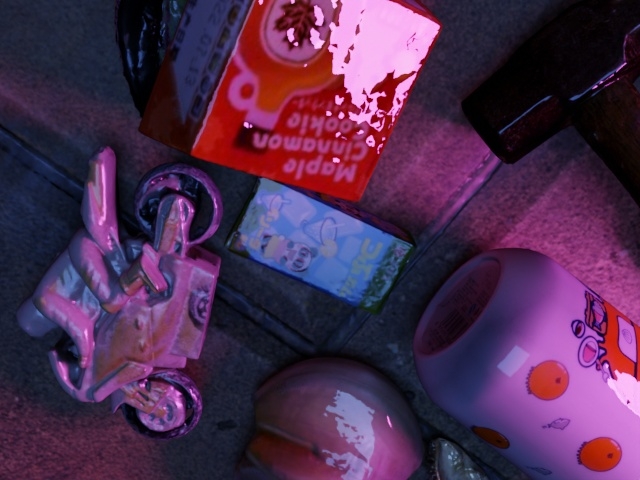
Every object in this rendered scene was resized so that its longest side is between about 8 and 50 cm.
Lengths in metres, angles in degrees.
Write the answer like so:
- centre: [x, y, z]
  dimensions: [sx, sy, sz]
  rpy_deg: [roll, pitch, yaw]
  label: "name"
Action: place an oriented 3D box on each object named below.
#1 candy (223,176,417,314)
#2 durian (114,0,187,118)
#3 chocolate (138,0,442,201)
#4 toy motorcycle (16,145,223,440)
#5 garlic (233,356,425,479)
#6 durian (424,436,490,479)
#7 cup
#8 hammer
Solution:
- centre: [0.000, 0.000, 0.915]
  dimensions: [0.194, 0.062, 0.097]
  rpy_deg: [25, 105, -9]
  label: "candy"
- centre: [-0.142, -0.211, 0.838]
  dimensions: [0.108, 0.119, 0.187]
  rpy_deg: [-15, 126, -36]
  label: "durian"
- centre: [-0.021, -0.164, 0.793]
  dimensions: [0.237, 0.108, 0.235]
  rpy_deg: [14, 110, -38]
  label: "chocolate"
- centre: [-0.225, 0.065, 0.909]
  dimensions: [0.222, 0.108, 0.341]
  rpy_deg: [11, 109, -2]
  label: "toy motorcycle"
- centre: [0.019, 0.251, 0.978]
  dimensions: [0.227, 0.110, 0.217]
  rpy_deg: [11, 104, -5]
  label: "garlic"
- centre: [0.171, 0.307, 1.028]
  dimensions: [0.066, 0.052, 0.130]
  rpy_deg: [-40, 104, 8]
  label: "durian"
- centre: [0.267, 0.163, 0.901]
  dimensions: [0.317, 0.212, 0.212]
  rpy_deg: [37, 104, -11]
  label: "cup"
- centre: [0.330, -0.056, 0.775]
  dimensions: [0.242, 0.095, 0.409]
  rpy_deg: [-35, 67, 15]
  label: "hammer"
